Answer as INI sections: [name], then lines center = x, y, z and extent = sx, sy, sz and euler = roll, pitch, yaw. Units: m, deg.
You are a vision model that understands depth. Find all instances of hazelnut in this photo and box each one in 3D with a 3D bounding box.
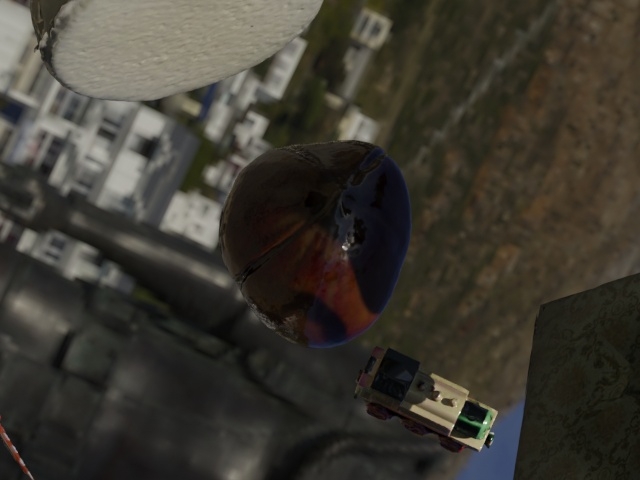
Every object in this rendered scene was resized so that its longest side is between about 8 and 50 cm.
[hazelnut]
center = 0.000, 0.000, 1.795
extent = 0.229, 0.229, 0.229
euler = -60, -167, 23

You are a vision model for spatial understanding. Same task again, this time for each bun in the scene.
[bun]
center = -0.137, -0.252, 1.446
extent = 0.263, 0.263, 0.175
euler = -48, -124, 55

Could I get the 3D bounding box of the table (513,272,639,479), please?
[table]
center = 0.321, 0.227, 1.349
extent = 0.222, 0.272, 0.335
euler = -24, -140, 41

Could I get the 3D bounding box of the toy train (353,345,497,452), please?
[toy train]
center = 0.097, 0.146, 1.518
extent = 0.087, 0.138, 0.050
euler = 101, 15, -71

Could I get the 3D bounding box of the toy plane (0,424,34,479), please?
[toy plane]
center = -0.339, 0.147, 1.493
extent = 0.077, 0.194, 0.126
euler = -31, -134, -8
